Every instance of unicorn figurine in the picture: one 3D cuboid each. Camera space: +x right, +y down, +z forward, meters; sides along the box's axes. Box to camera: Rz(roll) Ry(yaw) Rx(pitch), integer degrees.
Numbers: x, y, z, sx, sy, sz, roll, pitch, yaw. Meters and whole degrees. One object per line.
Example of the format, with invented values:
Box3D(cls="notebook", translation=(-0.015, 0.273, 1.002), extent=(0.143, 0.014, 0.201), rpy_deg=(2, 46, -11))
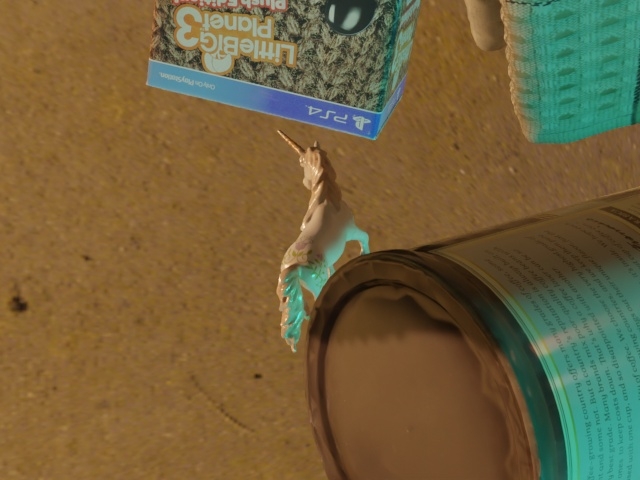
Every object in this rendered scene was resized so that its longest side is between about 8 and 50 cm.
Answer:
Box3D(cls="unicorn figurine", translation=(0.000, 0.000, 0.992), extent=(0.060, 0.111, 0.162), rpy_deg=(-8, 38, 15))

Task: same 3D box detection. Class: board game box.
Box3D(cls="board game box", translation=(-0.020, -0.273, 1.197), extent=(0.232, 0.141, 0.291), rpy_deg=(14, 116, 9))

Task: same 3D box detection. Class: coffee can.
Box3D(cls="coffee can", translation=(0.158, 0.078, 0.784), extent=(0.201, 0.275, 0.202), rpy_deg=(25, 121, 49))

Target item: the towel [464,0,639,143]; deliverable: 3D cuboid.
Box3D(cls="towel", translation=(0.197, -0.140, 0.428), extent=(0.312, 0.324, 0.056), rpy_deg=(-16, 72, 7))
